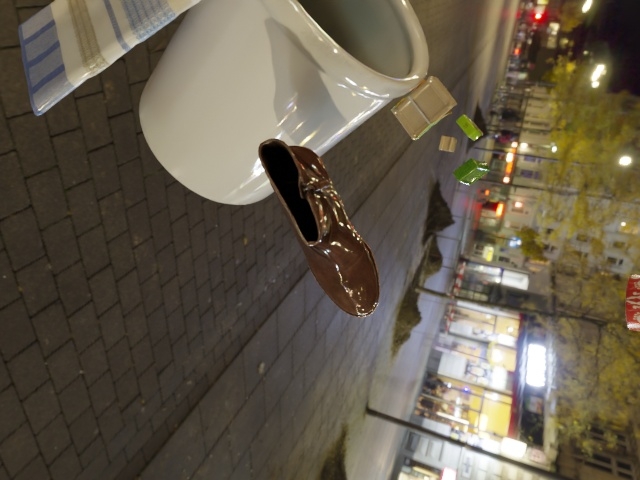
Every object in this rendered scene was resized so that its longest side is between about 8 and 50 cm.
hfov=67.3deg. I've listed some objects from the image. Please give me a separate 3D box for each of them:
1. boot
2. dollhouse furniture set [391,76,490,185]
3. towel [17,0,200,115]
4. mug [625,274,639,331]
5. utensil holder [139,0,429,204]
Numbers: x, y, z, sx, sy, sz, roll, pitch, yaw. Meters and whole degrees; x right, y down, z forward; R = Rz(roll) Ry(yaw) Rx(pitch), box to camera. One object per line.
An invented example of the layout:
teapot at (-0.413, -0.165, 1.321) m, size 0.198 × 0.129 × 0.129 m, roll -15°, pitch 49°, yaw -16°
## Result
boot at (0.000, 0.000, 0.587) m, size 0.207 × 0.090 × 0.248 m, roll -34°, pitch 100°, yaw -81°
dollhouse furniture set at (0.177, -0.152, 0.679) m, size 0.076 × 0.151 × 0.059 m, roll -41°, pitch 161°, yaw 27°
towel at (-0.253, -0.293, 0.603) m, size 0.285 × 0.209 × 0.034 m, roll -34°, pitch 146°, yaw 5°
mug at (0.585, 0.096, 0.749) m, size 0.150 × 0.170 × 0.113 m, roll -31°, pitch 112°, yaw -44°
utensil holder at (-0.079, -0.274, 0.787) m, size 0.328 × 0.386 × 0.327 m, roll 24°, pitch 51°, yaw -33°
